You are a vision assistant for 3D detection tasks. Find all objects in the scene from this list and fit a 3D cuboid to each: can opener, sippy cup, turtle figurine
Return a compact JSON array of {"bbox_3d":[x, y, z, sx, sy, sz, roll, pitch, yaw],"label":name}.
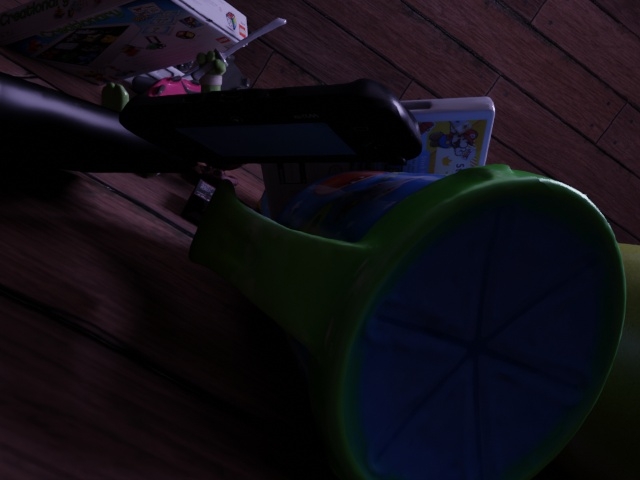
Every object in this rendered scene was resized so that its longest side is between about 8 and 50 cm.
[{"bbox_3d":[-0.397,-0.360,1.148,0.283,0.076,0.095,27,13,-27],"label":"can opener"},{"bbox_3d":[0.063,0.044,0.454,0.306,0.240,0.224,62,-13,-26],"label":"sippy cup"},{"bbox_3d":[-0.131,-0.187,0.778,0.266,0.274,0.198,-18,85,-49],"label":"turtle figurine"}]

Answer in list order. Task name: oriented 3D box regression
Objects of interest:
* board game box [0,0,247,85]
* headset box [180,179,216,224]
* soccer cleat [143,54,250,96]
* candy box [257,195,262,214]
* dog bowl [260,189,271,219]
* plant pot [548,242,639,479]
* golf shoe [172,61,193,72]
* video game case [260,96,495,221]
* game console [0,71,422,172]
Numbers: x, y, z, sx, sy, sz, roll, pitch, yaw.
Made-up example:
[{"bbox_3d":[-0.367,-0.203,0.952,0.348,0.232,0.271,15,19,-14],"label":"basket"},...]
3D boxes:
[{"bbox_3d":[-0.287,-0.308,0.851,0.305,0.053,0.193,-5,-7,25],"label":"board game box"},{"bbox_3d":[-0.126,-0.038,0.686,0.062,0.032,0.083,31,13,-14],"label":"headset box"},{"bbox_3d":[-0.238,-0.233,1.034,0.116,0.143,0.331,56,29,-15],"label":"soccer cleat"},{"bbox_3d":[0.000,0.000,0.897,0.205,0.027,0.105,29,10,-27],"label":"candy box"},{"bbox_3d":[0.022,-0.049,0.834,0.166,0.074,0.297,56,30,3],"label":"dog bowl"},{"bbox_3d":[0.378,0.165,0.593,0.352,0.367,0.366,26,6,30],"label":"plant pot"},{"bbox_3d":[-0.374,-0.386,1.358,0.077,0.094,0.198,52,33,-10],"label":"golf shoe"},{"bbox_3d":[0.051,-0.039,0.579,0.206,0.227,0.026,-2,48,3],"label":"video game case"},{"bbox_3d":[-0.114,-0.079,0.413,0.361,0.044,0.213,2,-1,23],"label":"game console"}]
